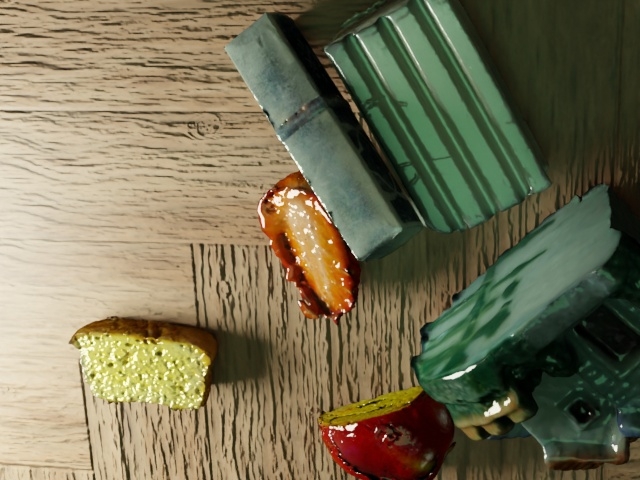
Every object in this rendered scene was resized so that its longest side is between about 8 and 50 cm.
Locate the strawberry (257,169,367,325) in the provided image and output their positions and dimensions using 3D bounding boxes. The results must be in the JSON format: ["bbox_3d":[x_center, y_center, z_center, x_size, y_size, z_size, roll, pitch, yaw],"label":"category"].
[{"bbox_3d":[0.000,0.000,1.442,0.121,0.082,0.188,4,122,32],"label":"strawberry"}]

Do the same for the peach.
[{"bbox_3d":[0.079,0.241,1.500,0.172,0.092,0.127,6,114,8],"label":"peach"}]

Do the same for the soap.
[{"bbox_3d":[0.128,-0.147,1.348,0.150,0.094,0.261,-27,101,14],"label":"soap"}]

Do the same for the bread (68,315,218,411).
[{"bbox_3d":[-0.217,0.153,1.548,0.187,0.065,0.103,1,112,10],"label":"bread"}]

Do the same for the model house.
[{"bbox_3d":[0.317,0.153,1.345,0.329,0.252,0.295,42,113,-12],"label":"model house"}]

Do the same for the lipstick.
[{"bbox_3d":[0.005,-0.111,1.342,0.076,0.077,0.290,-35,78,21],"label":"lipstick"}]
